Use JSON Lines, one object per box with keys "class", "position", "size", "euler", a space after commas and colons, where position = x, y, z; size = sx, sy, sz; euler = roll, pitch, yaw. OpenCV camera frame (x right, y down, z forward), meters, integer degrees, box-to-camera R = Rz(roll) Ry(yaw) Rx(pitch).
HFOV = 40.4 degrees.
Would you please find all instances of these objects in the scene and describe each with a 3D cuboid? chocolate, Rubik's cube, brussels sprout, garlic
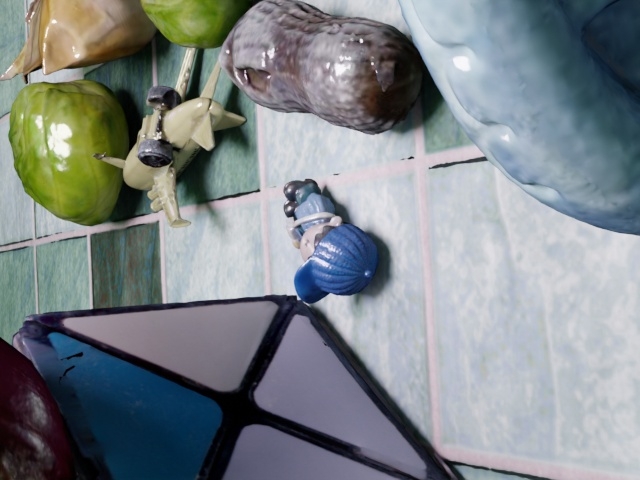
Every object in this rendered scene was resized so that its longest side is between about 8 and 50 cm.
{"class": "chocolate", "position": [-0.002, -0.161, 0.792], "size": [0.248, 0.110, 0.110], "euler": [30, 114, 45]}
{"class": "Rubik's cube", "position": [-0.103, 0.251, 0.763], "size": [0.310, 0.307, 0.305], "euler": [50, 126, 38]}
{"class": "brussels sprout", "position": [-0.337, -0.118, 1.191], "size": [0.223, 0.161, 0.223], "euler": [163, 90, -72]}
{"class": "brussels sprout", "position": [-0.138, -0.285, 0.958], "size": [0.155, 0.117, 0.155], "euler": [6, 100, 35]}
{"class": "garlic", "position": [-0.346, -0.288, 1.157], "size": [0.338, 0.196, 0.151], "euler": [12, 141, 56]}

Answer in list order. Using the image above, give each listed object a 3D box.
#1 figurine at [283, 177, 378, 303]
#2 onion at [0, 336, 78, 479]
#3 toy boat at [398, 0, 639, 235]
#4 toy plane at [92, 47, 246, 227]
{"class": "figurine", "position": [0.009, -0.002, 0.823], "size": [0.136, 0.079, 0.077], "euler": [-101, 10, -49]}
{"class": "onion", "position": [-0.308, 0.174, 0.566], "size": [0.337, 0.281, 0.260], "euler": [130, 144, -50]}
{"class": "toy boat", "position": [0.156, -0.137, 0.437], "size": [0.330, 0.215, 0.123], "euler": [64, 176, -26]}
{"class": "toy plane", "position": [-0.182, -0.116, 1.044], "size": [0.256, 0.104, 0.242], "euler": [-21, 59, 45]}
